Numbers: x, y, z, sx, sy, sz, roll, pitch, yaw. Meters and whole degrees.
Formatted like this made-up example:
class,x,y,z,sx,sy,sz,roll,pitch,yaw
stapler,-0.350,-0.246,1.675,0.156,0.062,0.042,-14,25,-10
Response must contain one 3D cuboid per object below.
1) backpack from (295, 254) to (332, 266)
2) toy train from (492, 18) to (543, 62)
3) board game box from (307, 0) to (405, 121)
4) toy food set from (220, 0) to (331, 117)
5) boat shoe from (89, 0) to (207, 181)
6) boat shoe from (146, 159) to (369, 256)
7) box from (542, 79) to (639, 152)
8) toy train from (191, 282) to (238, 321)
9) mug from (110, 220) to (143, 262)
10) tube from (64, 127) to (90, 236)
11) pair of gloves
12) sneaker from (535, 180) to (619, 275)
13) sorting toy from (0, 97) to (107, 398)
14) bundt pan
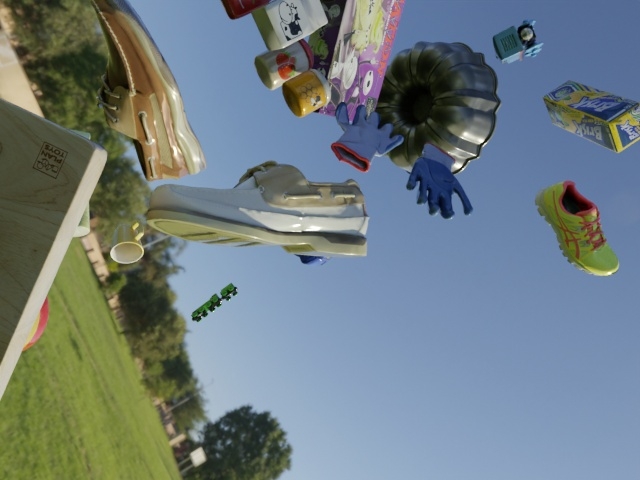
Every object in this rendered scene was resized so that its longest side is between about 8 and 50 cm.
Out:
class,x,y,z,sx,sy,sz,roll,pitch,yaw
backpack,0.000,0.000,1.360,0.098,0.120,0.101,10,52,-65
toy train,0.473,-0.474,1.373,0.080,0.105,0.184,69,21,-4
board game box,0.065,-0.342,0.796,0.056,0.208,0.347,19,-76,17
toy food set,-0.033,-0.252,0.569,0.111,0.104,0.232,26,-35,62
boat shoe,-0.268,-0.204,0.843,0.123,0.116,0.325,55,-14,39
boat shoe,-0.066,-0.042,0.695,0.113,0.302,0.104,-3,-98,48
box,0.424,-0.197,0.889,0.059,0.054,0.169,54,4,-29
toy train,-0.163,0.094,0.870,0.017,0.083,0.023,59,-9,-31
mug,-0.384,0.000,1.145,0.062,0.078,0.064,73,-4,-49
tube,-0.522,-0.128,1.192,0.070,0.062,0.240,68,11,-74
pair of gloves,0.096,-0.095,0.674,0.198,0.159,0.023,32,-55,-5
sneaker,0.497,-0.025,1.079,0.209,0.081,0.094,55,-20,10
sorting toy,-0.342,-0.014,0.513,0.257,0.256,0.089,25,2,5
bundt pan,0.241,-0.310,1.326,0.330,0.124,0.331,0,-90,43
